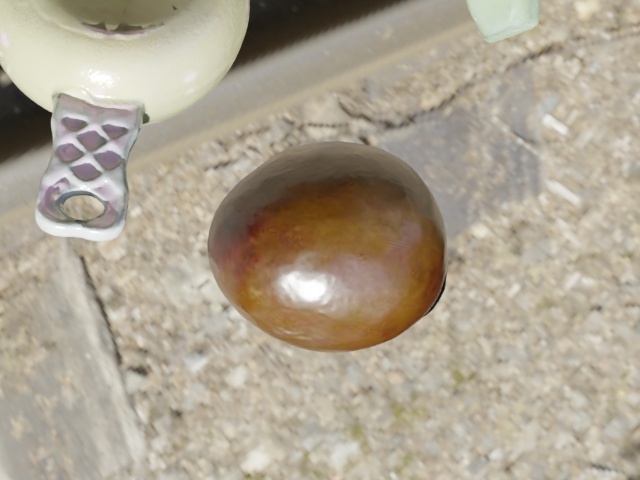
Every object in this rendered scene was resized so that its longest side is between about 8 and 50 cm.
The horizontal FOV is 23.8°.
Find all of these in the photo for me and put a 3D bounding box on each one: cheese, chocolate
[{"bbox_3d":[-0.107,-0.093,0.761,0.137,0.227,0.064,6,144,-4],"label":"cheese"},{"bbox_3d":[0.000,0.000,1.082,0.176,0.177,0.177,-14,123,-23],"label":"chocolate"}]

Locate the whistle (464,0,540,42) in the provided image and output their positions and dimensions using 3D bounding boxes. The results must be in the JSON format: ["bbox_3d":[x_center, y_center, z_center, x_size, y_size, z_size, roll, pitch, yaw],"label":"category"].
[{"bbox_3d":[0.082,-0.234,0.865,0.092,0.110,0.244,-9,82,-53],"label":"whistle"}]
